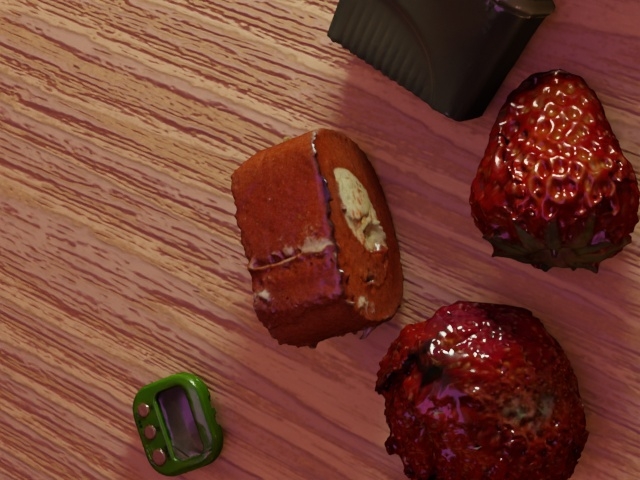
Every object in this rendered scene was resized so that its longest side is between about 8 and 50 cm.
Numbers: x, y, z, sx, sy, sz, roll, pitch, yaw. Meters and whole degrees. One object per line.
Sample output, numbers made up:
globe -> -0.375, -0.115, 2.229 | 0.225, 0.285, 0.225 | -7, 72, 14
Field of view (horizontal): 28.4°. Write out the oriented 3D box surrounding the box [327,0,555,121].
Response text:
box -> 0.134, -0.289, 1.597 | 0.274, 0.138, 0.178 | 37, 117, 22

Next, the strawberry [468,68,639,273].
strawberry -> 0.279, -0.093, 1.520 | 0.205, 0.205, 0.244 | -5, 70, 26

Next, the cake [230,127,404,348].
cake -> 0.000, 0.000, 1.653 | 0.151, 0.177, 0.283 | -19, 79, 26

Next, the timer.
timer -> -0.205, 0.266, 1.834 | 0.128, 0.047, 0.140 | -23, 82, 26

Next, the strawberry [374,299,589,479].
strawberry -> 0.183, 0.204, 1.548 | 0.274, 0.220, 0.274 | -1, 88, 26
